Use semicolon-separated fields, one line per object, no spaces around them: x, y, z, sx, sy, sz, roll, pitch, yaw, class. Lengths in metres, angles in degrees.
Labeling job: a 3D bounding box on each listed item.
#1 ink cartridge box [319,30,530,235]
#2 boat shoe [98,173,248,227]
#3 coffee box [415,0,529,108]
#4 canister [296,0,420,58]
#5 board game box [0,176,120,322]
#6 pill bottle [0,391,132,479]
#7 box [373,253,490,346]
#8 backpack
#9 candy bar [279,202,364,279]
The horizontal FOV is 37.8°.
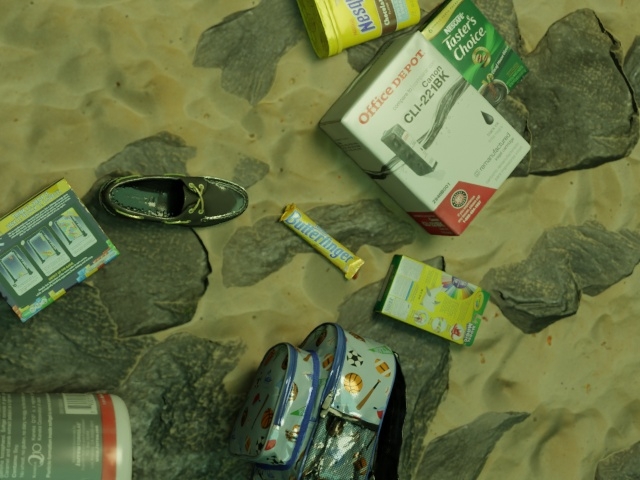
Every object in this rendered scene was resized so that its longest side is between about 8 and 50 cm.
0.166;-0.168;1.494;0.273;0.114;0.197;42;80;-14;ink cartridge box
-0.212;-0.059;1.397;0.228;0.069;0.081;0;92;-18;boat shoe
0.250;-0.311;1.556;0.113;0.040;0.184;-46;105;-11;coffee box
0.061;-0.373;1.475;0.170;0.073;0.126;-23;99;-18;canister
-0.401;0.013;1.348;0.170;0.048;0.141;-36;100;-13;board game box
-0.449;0.308;1.250;0.363;0.210;0.210;4;91;-21;pill bottle
0.189;0.101;1.551;0.179;0.043;0.105;23;84;-15;box
-0.004;0.254;1.394;0.213;0.276;0.263;33;69;-18;backpack
0.000;0.000;1.497;0.161;0.018;0.040;40;80;-16;candy bar
